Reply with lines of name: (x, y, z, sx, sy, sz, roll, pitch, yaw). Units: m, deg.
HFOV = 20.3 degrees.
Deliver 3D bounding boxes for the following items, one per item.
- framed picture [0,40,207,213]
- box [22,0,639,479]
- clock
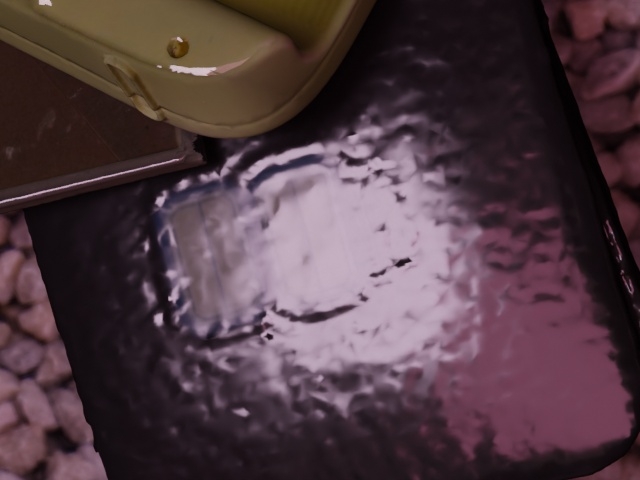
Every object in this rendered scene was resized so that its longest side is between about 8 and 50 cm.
framed picture: (-0.190, -0.152, 1.092, 0.209, 0.019, 0.281, -12, 73, 6)
box: (0.000, 0.000, 1.086, 0.350, 0.091, 0.359, -19, 85, 15)
clock: (-0.070, -0.254, 1.026, 0.286, 0.117, 0.348, 26, 78, 18)
